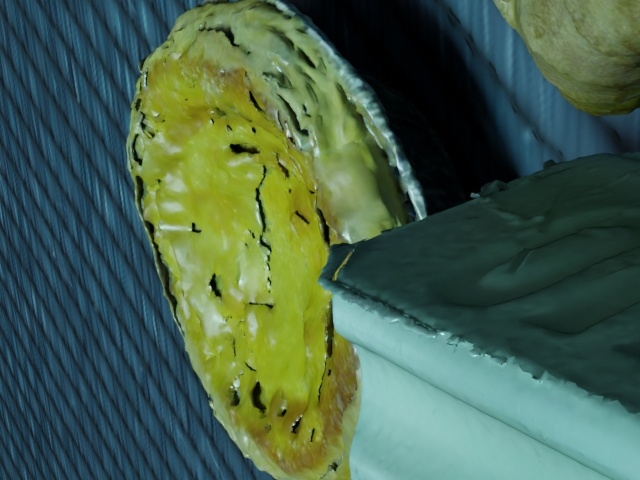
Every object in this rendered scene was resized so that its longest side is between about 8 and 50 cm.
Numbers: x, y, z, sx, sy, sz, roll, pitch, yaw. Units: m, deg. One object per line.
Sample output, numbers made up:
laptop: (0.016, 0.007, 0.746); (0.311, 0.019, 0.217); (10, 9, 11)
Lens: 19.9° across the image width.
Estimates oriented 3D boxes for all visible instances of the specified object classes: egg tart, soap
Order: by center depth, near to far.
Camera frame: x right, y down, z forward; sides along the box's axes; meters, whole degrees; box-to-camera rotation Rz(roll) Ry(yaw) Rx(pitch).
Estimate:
soap: (0.118, 0.049, 0.522); (0.261, 0.150, 0.094); (26, 125, 56)
egg tart: (0.000, 0.000, 0.790); (0.234, 0.094, 0.234); (42, 141, 48)

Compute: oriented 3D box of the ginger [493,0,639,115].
ginger: (0.130, -0.086, 0.496); (0.089, 0.075, 0.288); (40, 156, -10)
